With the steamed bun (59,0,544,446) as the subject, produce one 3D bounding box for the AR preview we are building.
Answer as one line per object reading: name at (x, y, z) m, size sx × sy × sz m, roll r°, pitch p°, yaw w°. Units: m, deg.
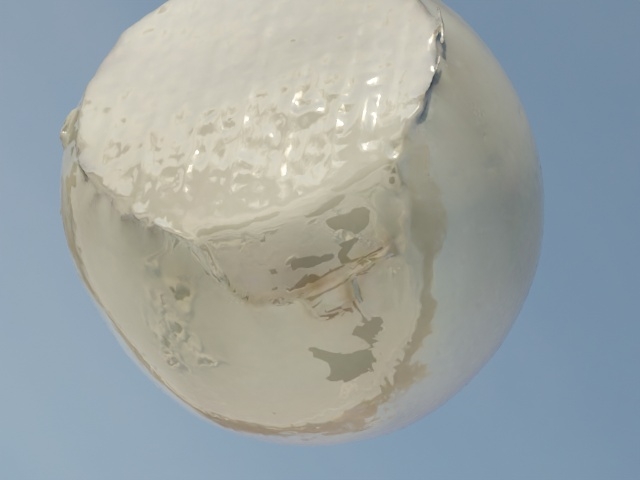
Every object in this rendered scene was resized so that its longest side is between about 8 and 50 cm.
steamed bun at (0.000, 0.000, 1.099) m, size 0.309 × 0.309 × 0.309 m, roll 26°, pitch -45°, yaw 28°
